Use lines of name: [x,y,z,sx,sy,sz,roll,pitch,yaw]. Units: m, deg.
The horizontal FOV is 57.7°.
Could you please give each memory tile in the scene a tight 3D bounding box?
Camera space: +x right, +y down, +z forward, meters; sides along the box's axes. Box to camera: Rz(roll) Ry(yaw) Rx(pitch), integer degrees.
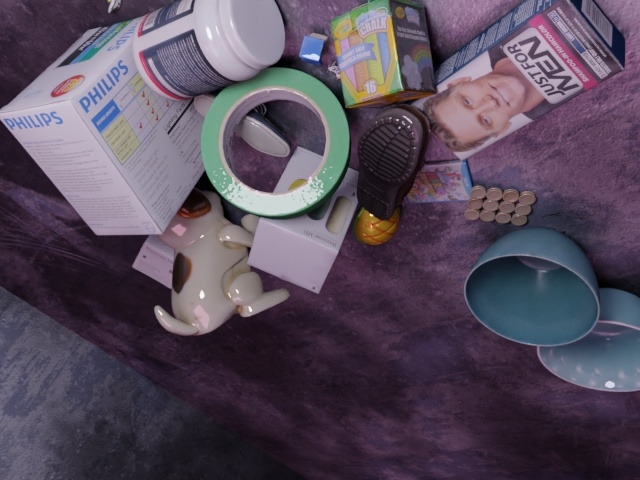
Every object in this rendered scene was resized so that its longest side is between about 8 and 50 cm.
memory tile: [0.420,-0.082,1.366,0.148,0.012,0.113,8,142,9]

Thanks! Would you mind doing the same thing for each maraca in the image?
maraca: [0.146,-0.065,1.472,0.127,0.099,0.185,-10,130,-21]

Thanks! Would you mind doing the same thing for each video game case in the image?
video game case: [0.276,-0.138,1.385,0.167,0.015,0.119,-1,136,28]

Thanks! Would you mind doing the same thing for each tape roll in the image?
tape roll: [-0.094,-0.208,1.261,0.322,0.320,0.077,18,178,7]

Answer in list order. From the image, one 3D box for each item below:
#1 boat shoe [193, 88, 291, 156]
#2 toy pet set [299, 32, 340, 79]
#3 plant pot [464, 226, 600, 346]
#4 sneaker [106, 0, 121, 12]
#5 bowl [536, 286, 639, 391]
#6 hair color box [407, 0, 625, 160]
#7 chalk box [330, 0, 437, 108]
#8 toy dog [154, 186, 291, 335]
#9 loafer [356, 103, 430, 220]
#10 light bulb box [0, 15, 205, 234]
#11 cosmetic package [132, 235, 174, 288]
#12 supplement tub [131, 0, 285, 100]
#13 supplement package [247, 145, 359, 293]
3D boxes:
boat shoe: [-0.176,-0.289,1.387,0.255,0.079,0.095,28,145,-2]
toy pet set: [0.022,-0.386,1.179,0.114,0.065,0.122,17,142,8]
plant pot: [0.505,0.079,1.366,0.291,0.195,0.290,17,137,16]
sneaker: [-0.459,-0.540,1.279,0.035,0.031,0.083,41,137,-1]
bowl: [0.722,0.235,1.479,0.312,0.163,0.311,14,141,12]
hair color box: [0.349,-0.304,1.075,0.174,0.105,0.347,39,140,-19]
chalk box: [0.113,-0.362,1.068,0.132,0.132,0.212,-7,94,40]
toy dog: [-0.341,0.040,1.653,0.285,0.396,0.407,-16,95,56]
loafer: [0.159,-0.182,1.254,0.134,0.130,0.366,38,159,10]
light bulb box: [-0.451,-0.258,1.339,0.226,0.357,0.360,-1,135,26]
cosmetic package: [-0.487,0.030,1.869,0.151,0.151,0.183,31,142,-11]
supplement tub: [-0.229,-0.405,1.183,0.273,0.191,0.191,-6,133,34]
supplement package: [-0.031,-0.051,1.444,0.200,0.262,0.198,23,143,0]
